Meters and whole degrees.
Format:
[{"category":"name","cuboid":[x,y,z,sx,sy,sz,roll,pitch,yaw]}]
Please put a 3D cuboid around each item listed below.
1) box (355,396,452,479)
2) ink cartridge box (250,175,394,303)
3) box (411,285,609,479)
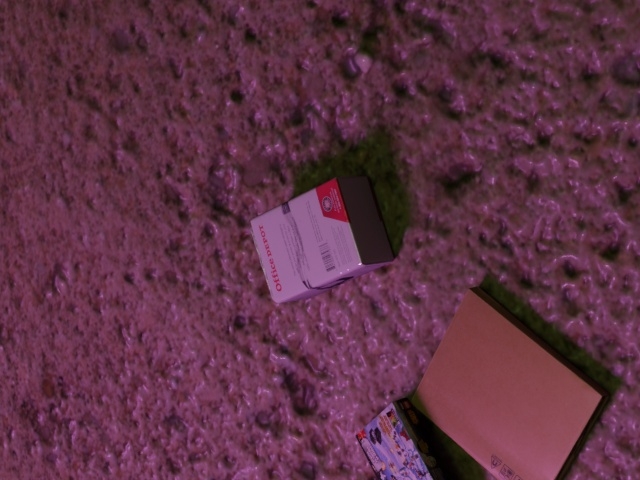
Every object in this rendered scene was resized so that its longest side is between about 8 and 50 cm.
[{"category":"box","cuboid":[0.100,0.261,1.813,0.094,0.027,0.137,-48,64,47]},{"category":"ink cartridge box","cuboid":[0.000,0.000,1.863,0.150,0.063,0.109,-25,78,40]},{"category":"box","cuboid":[0.204,0.173,1.731,0.201,0.021,0.164,40,119,31]}]
